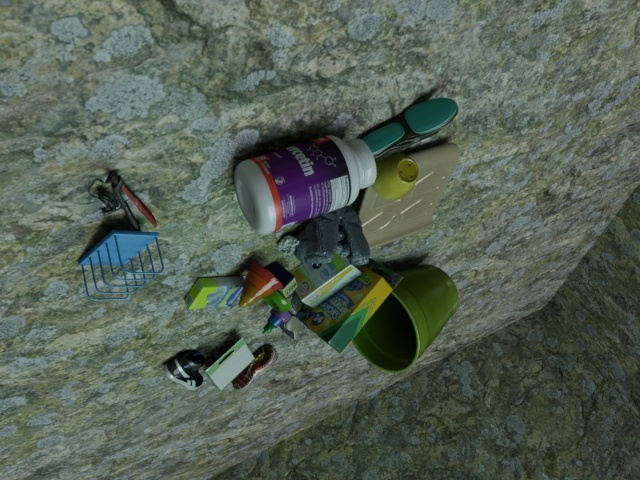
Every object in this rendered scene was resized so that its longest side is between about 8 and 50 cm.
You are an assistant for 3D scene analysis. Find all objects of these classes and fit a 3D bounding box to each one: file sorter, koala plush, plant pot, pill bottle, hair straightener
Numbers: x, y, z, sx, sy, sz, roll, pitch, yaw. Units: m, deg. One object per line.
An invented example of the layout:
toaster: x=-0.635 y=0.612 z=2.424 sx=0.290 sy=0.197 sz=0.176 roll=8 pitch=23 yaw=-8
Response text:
file sorter: x=-0.457 y=0.060 z=1.481 sx=0.170 sy=0.105 sz=0.118 roll=-33 pitch=158 yaw=36
koala plush: x=0.000 y=0.000 z=1.863 sx=0.196 sy=0.203 sz=0.221 roll=4 pitch=157 yaw=-36
plant pot: x=0.213 y=-0.181 z=1.739 sx=0.134 sy=0.134 sz=0.095 roll=-19 pitch=-176 yaw=-24
pill bottle: x=-0.033 y=-0.145 z=1.548 sx=0.322 sy=0.182 sz=0.182 roll=-21 pitch=150 yaw=-22
hair straightener: x=-0.436 y=-0.072 z=1.390 sx=0.089 sy=0.047 sz=0.230 roll=-29 pitch=158 yaw=-5
plant pot: x=0.335 y=0.259 z=2.444 sx=0.353 sy=0.366 sz=0.366 roll=-24 pitch=153 yaw=-39

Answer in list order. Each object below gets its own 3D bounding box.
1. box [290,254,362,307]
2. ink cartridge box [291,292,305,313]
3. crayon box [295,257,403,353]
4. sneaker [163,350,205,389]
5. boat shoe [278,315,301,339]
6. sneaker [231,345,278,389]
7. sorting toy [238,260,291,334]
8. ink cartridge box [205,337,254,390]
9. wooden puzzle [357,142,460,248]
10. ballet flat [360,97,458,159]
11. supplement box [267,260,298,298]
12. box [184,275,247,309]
box: x=0.012 y=0.110 z=2.074 sx=0.203 sy=0.114 sz=0.103 roll=-36 pitch=150 yaw=9
ink cartridge box: x=0.010 y=0.191 z=2.256 sx=0.209 sy=0.062 sz=0.109 roll=-15 pitch=147 yaw=-30
crayon box: x=0.091 y=0.185 z=2.111 sx=0.323 sy=0.203 sz=0.083 roll=-49 pitch=129 yaw=-8
sneaker: x=-0.428 y=0.441 z=2.193 sx=0.121 sy=0.079 sz=0.217 roll=-35 pitch=152 yaw=5
boat shoe: x=-0.116 y=0.313 z=2.352 sx=0.064 sy=0.075 sz=0.206 roll=9 pitch=161 yaw=13
sneaker: x=-0.249 y=0.496 z=2.457 sx=0.225 sy=0.088 sz=0.092 roll=-39 pitch=153 yaw=13
sorting toy: x=-0.179 y=0.203 z=1.977 sx=0.126 sy=0.127 sz=0.366 roll=-50 pitch=157 yaw=-19
ink cartridge box: x=-0.327 y=0.421 z=2.250 sx=0.171 sy=0.056 sz=0.235 roll=-42 pitch=154 yaw=-16
wooden puzzle: x=0.240 y=-0.137 z=1.959 sx=0.322 sy=0.080 sz=0.348 roll=-19 pitch=144 yaw=-24
ballet flat: x=0.228 y=-0.290 z=1.692 sx=0.280 sy=0.095 sz=0.096 roll=-23 pitch=163 yaw=5
supplement box: x=-0.122 y=0.123 z=1.979 sx=0.056 sy=0.083 sz=0.083 roll=-45 pitch=156 yaw=-16
box: x=-0.302 y=0.153 z=1.901 sx=0.178 sy=0.042 sz=0.109 roll=0 pitch=139 yaw=-44
